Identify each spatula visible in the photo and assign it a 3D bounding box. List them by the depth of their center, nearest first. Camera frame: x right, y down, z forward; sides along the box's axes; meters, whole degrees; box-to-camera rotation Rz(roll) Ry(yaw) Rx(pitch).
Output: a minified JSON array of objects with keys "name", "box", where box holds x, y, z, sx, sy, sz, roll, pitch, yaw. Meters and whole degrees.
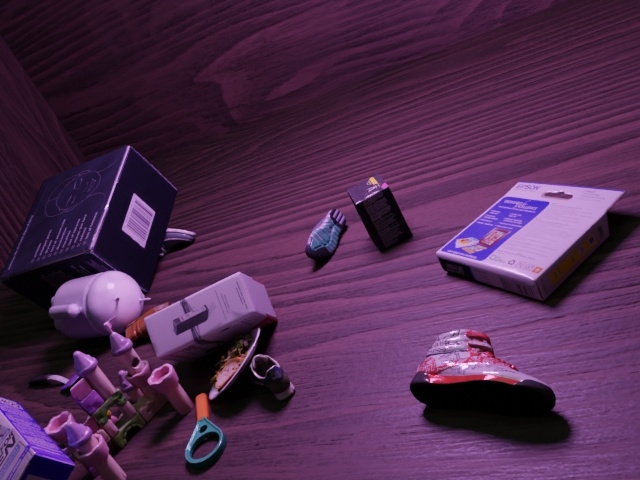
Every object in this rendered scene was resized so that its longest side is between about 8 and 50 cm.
[{"name":"spatula","box":[-0.806,0.421,2.060,0.296,0.030,0.084,-10,30,37]}]

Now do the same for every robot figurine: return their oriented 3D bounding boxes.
[{"name":"robot figurine","box":[-0.708,0.207,2.162,0.353,0.200,0.299,-12,0,34]}]

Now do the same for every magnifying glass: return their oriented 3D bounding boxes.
[{"name":"magnifying glass","box":[-0.258,0.414,1.495,0.092,0.026,0.231,-29,24,0]}]

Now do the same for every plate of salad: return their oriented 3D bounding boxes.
[{"name":"plate of salad","box":[-0.210,0.283,1.592,0.200,0.048,0.200,-52,10,13]}]

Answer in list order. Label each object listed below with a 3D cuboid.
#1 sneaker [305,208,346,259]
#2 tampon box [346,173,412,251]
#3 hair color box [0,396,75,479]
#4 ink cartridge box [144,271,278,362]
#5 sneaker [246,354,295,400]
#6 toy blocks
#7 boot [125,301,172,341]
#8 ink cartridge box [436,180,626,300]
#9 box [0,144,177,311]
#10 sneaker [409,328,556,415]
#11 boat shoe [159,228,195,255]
[{"name":"sneaker","box":[0.000,0.000,1.980,0.098,0.083,0.224,-36,11,40]},{"name":"tampon box","box":[0.158,-0.077,1.826,0.101,0.161,0.120,-28,25,2]},{"name":"hair color box","box":[-0.675,0.477,1.442,0.338,0.110,0.185,16,73,48]},{"name":"ink cartridge box","box":[-0.272,0.200,1.701,0.272,0.114,0.197,-25,-17,7]},{"name":"sneaker","box":[-0.127,0.286,1.524,0.064,0.086,0.192,-38,26,-18]},{"name":"toy blocks","box":[-0.524,0.366,1.588,0.308,0.260,0.288,0,38,47]},{"name":"boot","box":[-0.510,0.261,2.008,0.152,0.073,0.197,-28,12,-1]},{"name":"ink cartridge box","box":[0.463,-0.013,1.497,0.307,0.072,0.303,-36,24,-20]},{"name":"box","box":[-0.835,-0.028,2.478,0.471,0.297,0.480,-14,49,27]},{"name":"sneaker","box":[0.295,0.221,1.194,0.270,0.090,0.145,-8,34,43]},{"name":"boat shoe","box":[-0.607,0.017,2.586,0.319,0.116,0.099,-6,76,29]}]
